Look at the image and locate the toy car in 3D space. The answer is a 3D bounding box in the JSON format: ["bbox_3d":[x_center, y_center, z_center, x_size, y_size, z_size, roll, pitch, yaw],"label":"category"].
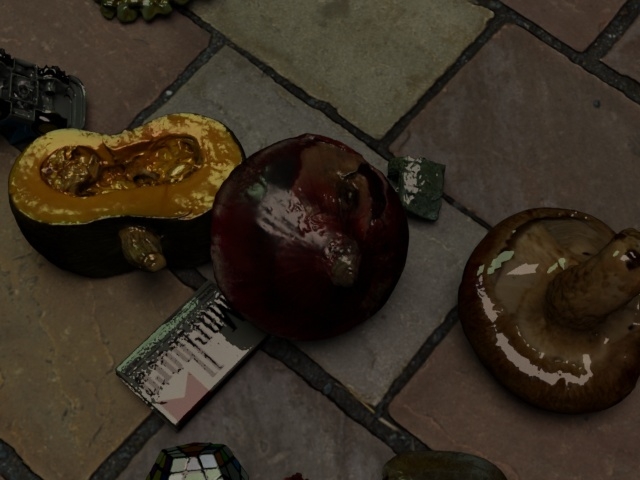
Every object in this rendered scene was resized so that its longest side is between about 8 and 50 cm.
[{"bbox_3d":[-0.435,-0.197,1.479,0.191,0.100,0.097,14,60,-34],"label":"toy car"}]

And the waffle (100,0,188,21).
[{"bbox_3d":[-0.276,-0.439,1.630,0.208,0.054,0.214,-16,69,-6],"label":"waffle"}]

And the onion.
[{"bbox_3d":[0.000,0.000,1.319,0.272,0.195,0.272,-3,97,-28],"label":"onion"}]

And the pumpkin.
[{"bbox_3d":[-0.248,-0.044,1.401,0.317,0.139,0.222,-6,63,-7],"label":"pumpkin"}]

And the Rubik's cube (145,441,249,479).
[{"bbox_3d":[-0.148,0.303,1.256,0.133,0.133,0.112,29,40,11],"label":"Rubik's cube"}]

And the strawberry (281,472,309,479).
[{"bbox_3d":[-0.069,0.374,1.211,0.098,0.174,0.228,-18,54,24],"label":"strawberry"}]

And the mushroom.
[{"bbox_3d":[0.304,0.069,1.351,0.267,0.254,0.267,-10,42,9],"label":"mushroom"}]

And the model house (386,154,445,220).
[{"bbox_3d":[0.132,-0.072,1.483,0.078,0.066,0.083,10,82,-10],"label":"model house"}]

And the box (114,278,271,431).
[{"bbox_3d":[-0.165,0.148,1.371,0.115,0.036,0.177,40,69,14],"label":"box"}]

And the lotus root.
[{"bbox_3d":[0.165,0.313,1.282,0.192,0.088,0.113,5,58,-1],"label":"lotus root"}]
